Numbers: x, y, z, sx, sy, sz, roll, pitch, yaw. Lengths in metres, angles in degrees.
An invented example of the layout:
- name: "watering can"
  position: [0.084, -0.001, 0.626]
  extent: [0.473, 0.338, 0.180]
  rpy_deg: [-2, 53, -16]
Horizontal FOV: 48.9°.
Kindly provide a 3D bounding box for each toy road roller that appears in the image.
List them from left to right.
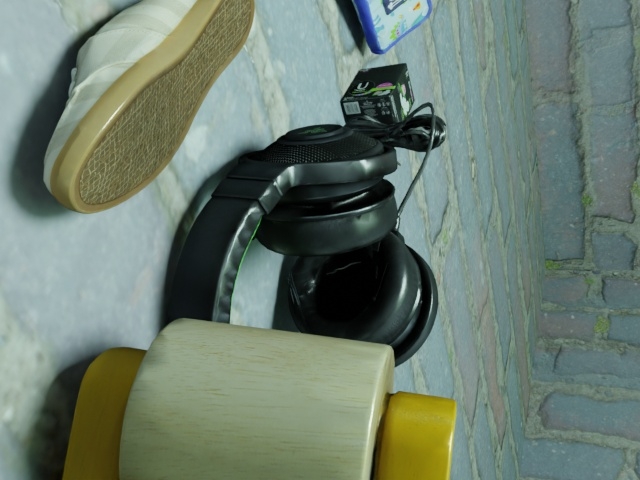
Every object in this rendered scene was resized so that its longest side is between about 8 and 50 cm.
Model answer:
- name: "toy road roller"
  position: [-0.030, 0.220, 0.452]
  extent: [0.240, 0.203, 0.329]
  rpy_deg: [24, 73, -78]

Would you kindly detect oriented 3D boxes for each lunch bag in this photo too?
- name: "lunch bag"
  position: [0.078, -0.316, 0.824]
  extent: [0.151, 0.096, 0.129]
  rpy_deg: [-65, 152, -17]

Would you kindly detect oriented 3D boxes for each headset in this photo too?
- name: "headset"
  position: [0.000, 0.000, 0.637]
  extent: [0.394, 0.185, 0.243]
  rpy_deg: [-50, 133, -34]

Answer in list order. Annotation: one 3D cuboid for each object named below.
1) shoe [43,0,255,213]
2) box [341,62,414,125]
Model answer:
- name: "shoe"
  position: [-0.110, -0.100, 0.439]
  extent: [0.076, 0.058, 0.219]
  rpy_deg: [94, 17, -49]
- name: "box"
  position: [0.069, -0.165, 0.830]
  extent: [0.083, 0.062, 0.052]
  rpy_deg: [-62, 143, -46]
